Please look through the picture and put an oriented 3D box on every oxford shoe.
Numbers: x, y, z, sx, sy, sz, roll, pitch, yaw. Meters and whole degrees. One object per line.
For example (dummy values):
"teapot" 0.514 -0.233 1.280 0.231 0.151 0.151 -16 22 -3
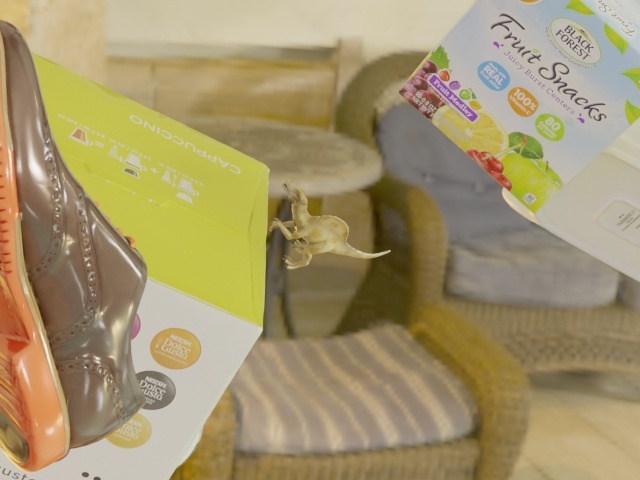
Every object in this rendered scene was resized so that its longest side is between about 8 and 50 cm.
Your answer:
"oxford shoe" -0.160 -0.004 0.810 0.098 0.271 0.097 -20 28 -33

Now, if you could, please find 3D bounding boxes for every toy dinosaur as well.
"toy dinosaur" 0.000 0.000 1.685 0.092 0.183 0.053 -26 43 31

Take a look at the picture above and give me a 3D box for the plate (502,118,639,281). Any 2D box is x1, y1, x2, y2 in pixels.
"plate" 0.371 -0.035 1.634 0.278 0.277 0.045 29 61 -1

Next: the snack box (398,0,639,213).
"snack box" 0.196 -0.149 1.244 0.174 0.207 0.070 41 45 0

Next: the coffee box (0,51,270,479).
"coffee box" -0.276 0.050 1.526 0.337 0.334 0.338 25 29 -15

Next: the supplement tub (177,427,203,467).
"supplement tub" -0.258 0.179 1.972 0.193 0.193 0.316 3 26 -6
